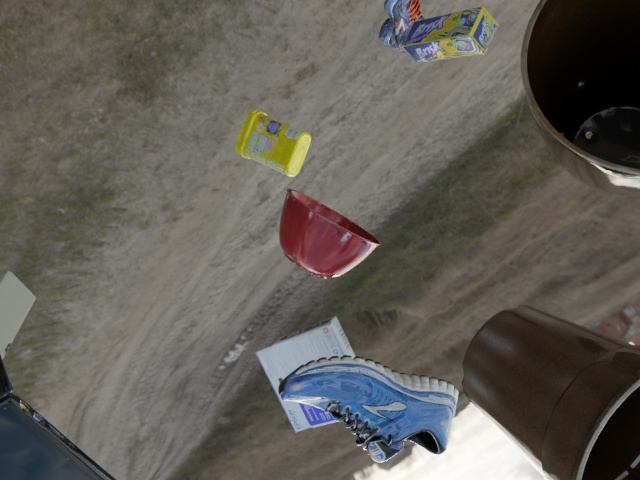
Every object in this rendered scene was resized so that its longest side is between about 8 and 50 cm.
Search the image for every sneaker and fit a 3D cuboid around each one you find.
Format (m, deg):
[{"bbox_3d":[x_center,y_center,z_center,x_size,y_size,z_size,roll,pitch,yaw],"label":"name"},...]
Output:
[{"bbox_3d":[0.185,-0.469,1.036,0.083,0.087,0.221,-51,174,-4],"label":"sneaker"},{"bbox_3d":[0.087,0.294,0.855,0.330,0.147,0.130,15,148,-11],"label":"sneaker"}]

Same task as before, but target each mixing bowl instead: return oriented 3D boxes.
[{"bbox_3d":[0.000,0.000,0.830,0.098,0.181,0.181,-60,151,8],"label":"mixing bowl"}]

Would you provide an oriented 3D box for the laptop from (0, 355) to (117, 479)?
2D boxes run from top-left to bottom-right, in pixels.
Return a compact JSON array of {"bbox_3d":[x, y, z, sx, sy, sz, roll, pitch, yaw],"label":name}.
[{"bbox_3d":[-0.551,0.270,0.675,0.382,0.236,0.408,-30,125,-8],"label":"laptop"}]

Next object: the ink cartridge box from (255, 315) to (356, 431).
[{"bbox_3d":[-0.011,0.290,1.065,0.208,0.206,0.045,-25,-178,27],"label":"ink cartridge box"}]

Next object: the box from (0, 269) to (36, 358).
[{"bbox_3d":[-0.686,0.187,0.995,0.113,0.275,0.094,-24,122,7],"label":"box"}]

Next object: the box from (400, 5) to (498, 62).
[{"bbox_3d":[0.227,-0.367,0.896,0.054,0.169,0.059,29,84,-35],"label":"box"}]

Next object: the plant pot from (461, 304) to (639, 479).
[{"bbox_3d":[0.231,0.147,0.463,0.167,0.165,0.167,-7,108,-22],"label":"plant pot"}]

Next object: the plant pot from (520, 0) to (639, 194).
[{"bbox_3d":[0.312,-0.132,0.489,0.215,0.215,0.230,-36,159,12],"label":"plant pot"}]

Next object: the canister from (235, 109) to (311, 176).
[{"bbox_3d":[-0.120,-0.248,1.275,0.073,0.170,0.126,-1,116,-64],"label":"canister"}]
